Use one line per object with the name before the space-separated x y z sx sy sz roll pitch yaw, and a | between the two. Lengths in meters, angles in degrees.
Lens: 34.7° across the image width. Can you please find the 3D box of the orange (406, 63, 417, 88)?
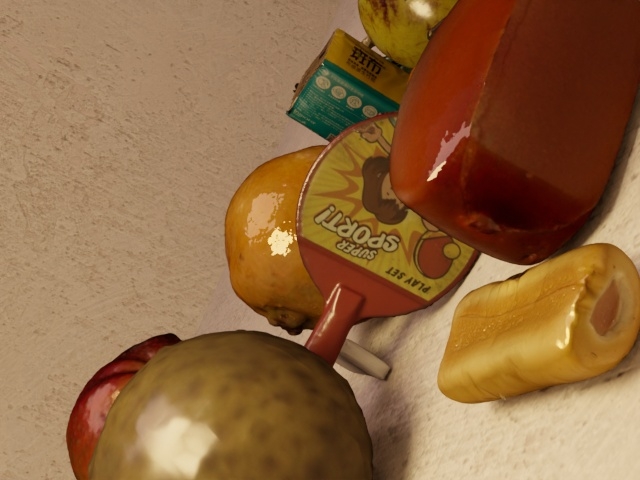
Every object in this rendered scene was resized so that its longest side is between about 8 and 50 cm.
orange | 0.219 -0.244 1.739 0.136 0.159 0.159 -3 49 29

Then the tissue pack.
tissue pack | 0.092 -0.267 2.014 0.192 0.271 0.134 -46 16 50

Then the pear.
pear | 0.212 -0.444 1.893 0.283 0.284 0.283 -58 13 21

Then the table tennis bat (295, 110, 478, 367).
table tennis bat | 0.076 0.012 1.471 0.414 0.268 0.051 -63 -2 12

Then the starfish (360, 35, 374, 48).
starfish | 0.248 -0.548 2.174 0.432 0.082 0.324 -38 -4 -20

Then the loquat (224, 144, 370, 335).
loquat | 0.000 0.000 1.691 0.328 0.329 0.328 -58 13 21

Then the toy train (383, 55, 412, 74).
toy train | 0.190 -0.357 2.152 0.248 0.159 0.101 -146 40 -78

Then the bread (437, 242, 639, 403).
bread | 0.223 0.097 1.066 0.305 0.091 0.141 146 143 -66

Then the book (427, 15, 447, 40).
book | 0.283 -0.333 1.613 0.228 0.160 0.024 155 132 -71

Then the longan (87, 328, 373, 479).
longan | -0.115 0.311 1.373 0.391 0.391 0.391 -58 13 21

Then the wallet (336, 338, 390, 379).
wallet | 0.047 0.182 1.624 0.033 0.095 0.190 -56 9 -10

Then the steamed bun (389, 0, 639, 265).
steamed bun | 0.228 -0.160 1.263 0.248 0.235 0.379 -28 37 64

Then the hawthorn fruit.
hawthorn fruit | -0.265 0.385 1.870 0.402 0.403 0.403 -58 13 21
